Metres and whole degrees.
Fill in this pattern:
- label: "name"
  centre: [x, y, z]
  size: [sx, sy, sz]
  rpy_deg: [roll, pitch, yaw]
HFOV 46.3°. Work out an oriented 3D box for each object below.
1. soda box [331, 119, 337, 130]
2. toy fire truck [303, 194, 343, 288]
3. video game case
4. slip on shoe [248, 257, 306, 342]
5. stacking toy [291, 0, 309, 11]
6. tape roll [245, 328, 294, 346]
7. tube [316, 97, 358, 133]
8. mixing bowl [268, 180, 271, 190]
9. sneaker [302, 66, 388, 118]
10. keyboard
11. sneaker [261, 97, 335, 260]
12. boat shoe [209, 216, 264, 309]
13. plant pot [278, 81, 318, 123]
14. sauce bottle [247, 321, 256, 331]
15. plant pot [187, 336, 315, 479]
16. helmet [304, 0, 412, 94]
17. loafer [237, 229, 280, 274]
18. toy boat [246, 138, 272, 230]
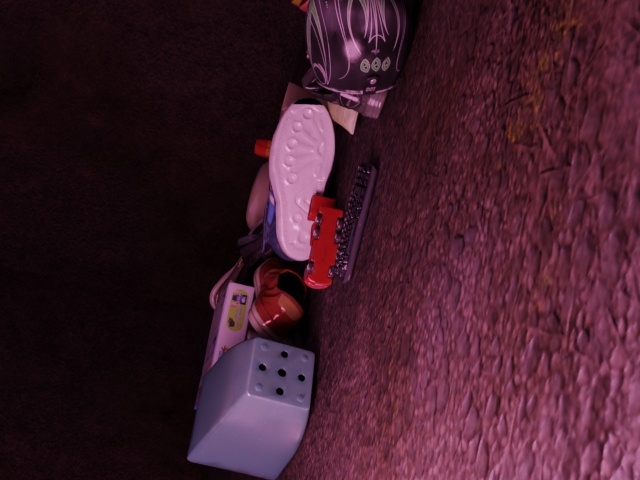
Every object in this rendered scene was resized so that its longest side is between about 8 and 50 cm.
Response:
- label: "soda box"
  centre: [-0.015, -0.196, 1.679]
  size: [0.058, 0.061, 0.181]
  rpy_deg: [-110, 34, -76]
- label: "toy fire truck"
  centre: [0.000, 0.000, 1.343]
  size: [0.135, 0.047, 0.192]
  rpy_deg: [128, 153, -71]
- label: "video game case"
  centre: [-0.213, 0.242, 1.637]
  size: [0.269, 0.061, 0.244]
  rpy_deg: [130, 152, -68]
- label: "slip on shoe"
  centre: [-0.074, 0.105, 1.534]
  size: [0.101, 0.123, 0.331]
  rpy_deg: [-40, 11, 10]
- label: "stacking toy"
  centre: [0.071, -0.626, 1.791]
  size: [0.279, 0.130, 0.309]
  rpy_deg: [-47, 21, 15]
- label: "tape roll"
  centre: [-0.135, 0.333, 1.555]
  size: [0.286, 0.100, 0.286]
  rpy_deg: [-167, 90, -81]
- label: "tube"
  centre: [0.044, -0.257, 1.434]
  size: [0.070, 0.062, 0.240]
  rpy_deg: [60, 177, -16]
- label: "mixing bowl"
  centre: [-0.062, -0.202, 1.875]
  size: [0.181, 0.098, 0.182]
  rpy_deg: [-168, 90, -81]
- label: "sneaker"
  centre: [0.043, -0.290, 1.229]
  size: [0.228, 0.130, 0.087]
  rpy_deg: [-84, 12, -48]
- label: "keyboard"
  centre: [0.050, -0.030, 1.151]
  size: [0.108, 0.023, 0.180]
  rpy_deg: [-129, 53, -79]
- label: "sneaker"
  centre: [-0.058, -0.120, 1.534]
  size: [0.236, 0.130, 0.323]
  rpy_deg: [-160, 71, -76]
- label: "boat shoe"
  centre: [-0.162, 0.061, 1.959]
  size: [0.324, 0.116, 0.096]
  rpy_deg: [-53, 29, -11]
- label: "plant pot"
  centre: [-0.058, -0.359, 2.090]
  size: [0.109, 0.096, 0.109]
  rpy_deg: [112, 167, -51]
- label: "sauce bottle"
  centre: [-0.177, 0.241, 1.917]
  size: [0.344, 0.111, 0.111]
  rpy_deg: [-114, 38, -74]
- label: "plant pot"
  centre: [-0.104, 0.269, 1.258]
  size: [0.234, 0.165, 0.166]
  rpy_deg: [123, 159, -48]
- label: "helmet"
  centre: [0.054, -0.307, 1.074]
  size: [0.169, 0.169, 0.162]
  rpy_deg: [-92, 2, -60]
- label: "loafer"
  centre: [-0.109, 0.024, 1.778]
  size: [0.302, 0.109, 0.095]
  rpy_deg: [-14, 79, 61]
- label: "toy boat"
  centre: [-0.122, -0.157, 2.139]
  size: [0.318, 0.148, 0.268]
  rpy_deg: [101, -179, -47]
